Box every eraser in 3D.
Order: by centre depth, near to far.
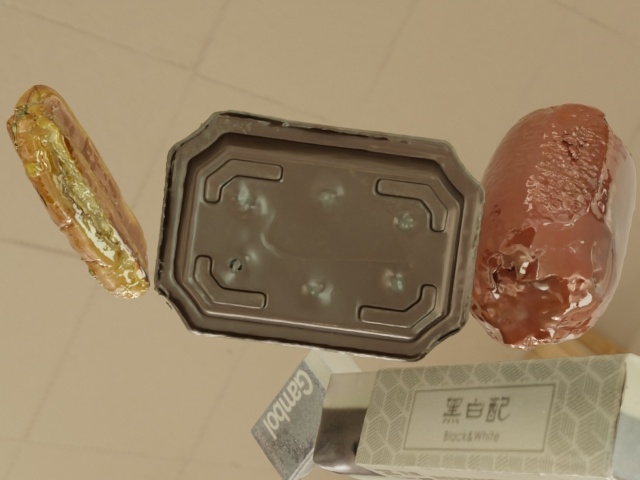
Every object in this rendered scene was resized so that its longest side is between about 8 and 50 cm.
[{"bbox_3d":[0.139,0.157,1.108,0.098,0.404,0.096,23,73,-27],"label":"eraser"},{"bbox_3d":[-0.014,0.218,1.714,0.046,0.092,0.212,-20,154,-40],"label":"eraser"}]

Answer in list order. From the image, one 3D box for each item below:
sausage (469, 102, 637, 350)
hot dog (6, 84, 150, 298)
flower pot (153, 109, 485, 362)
[{"bbox_3d":[0.213,-0.016,1.253,0.279,0.152,0.152,-64,151,-46],"label":"sausage"},{"bbox_3d":[-0.258,-0.043,1.472,0.072,0.115,0.269,-25,118,1],"label":"hot dog"},{"bbox_3d":[0.000,0.000,1.020,0.251,0.084,0.178,7,94,-2],"label":"flower pot"}]
